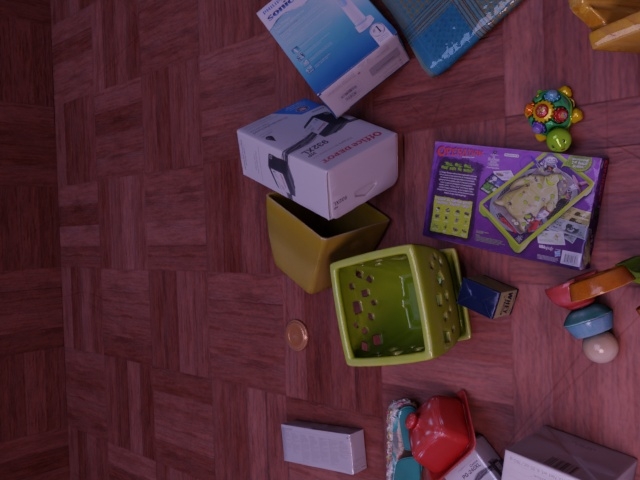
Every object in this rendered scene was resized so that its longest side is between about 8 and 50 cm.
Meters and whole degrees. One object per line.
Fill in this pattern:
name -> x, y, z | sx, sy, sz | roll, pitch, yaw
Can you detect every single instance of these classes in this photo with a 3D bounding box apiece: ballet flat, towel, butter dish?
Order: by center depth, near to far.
towel -> 0.303, -0.549, 1.294 | 0.370, 0.040, 0.271 | -39, 68, 35
butter dish -> 0.230, 0.393, 1.316 | 0.159, 0.118, 0.160 | -55, 16, 29
ballet flat -> 0.186, 0.473, 1.437 | 0.077, 0.091, 0.240 | -175, 88, -73

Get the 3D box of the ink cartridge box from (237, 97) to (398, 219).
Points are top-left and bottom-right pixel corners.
ink cartridge box -> -0.007, -0.196, 1.454 | 0.307, 0.223, 0.129 | 30, 139, 38

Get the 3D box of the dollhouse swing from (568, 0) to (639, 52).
dollhouse swing -> 0.558, -0.492, 0.902 | 0.305, 0.315, 0.346 | -23, 75, 62

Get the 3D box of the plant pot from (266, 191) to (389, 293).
plant pot -> 0.000, 0.000, 1.500 | 0.212, 0.212, 0.187 | 38, 128, 35

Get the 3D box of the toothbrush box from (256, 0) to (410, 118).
toothbrush box -> 0.026, -0.465, 1.442 | 0.216, 0.126, 0.295 | -38, 65, 8

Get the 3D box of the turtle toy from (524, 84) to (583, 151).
turtle toy -> 0.427, -0.223, 1.171 | 0.095, 0.066, 0.130 | -32, 71, 39

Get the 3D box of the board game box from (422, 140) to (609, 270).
board game box -> 0.368, -0.078, 1.250 | 0.347, 0.056, 0.208 | 15, 107, 41

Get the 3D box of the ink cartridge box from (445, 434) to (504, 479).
ink cartridge box -> 0.332, 0.496, 1.298 | 0.150, 0.063, 0.109 | 52, 124, 28

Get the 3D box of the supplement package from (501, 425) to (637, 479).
supplement package -> 0.428, 0.517, 1.133 | 0.178, 0.175, 0.292 | 12, 100, 41

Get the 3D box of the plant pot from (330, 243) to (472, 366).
plant pot -> 0.180, 0.130, 1.325 | 0.228, 0.207, 0.227 | -15, 82, 42

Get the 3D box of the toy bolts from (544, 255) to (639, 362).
toy bolts -> 0.490, 0.127, 1.057 | 0.228, 0.218, 0.158 | -36, 74, 58

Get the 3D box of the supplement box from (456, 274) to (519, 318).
supplement box -> 0.333, 0.111, 1.264 | 0.083, 0.083, 0.056 | 25, 109, 39

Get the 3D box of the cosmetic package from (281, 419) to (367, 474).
cosmetic package -> 0.006, 0.518, 1.606 | 0.239, 0.060, 0.098 | -6, 90, 43

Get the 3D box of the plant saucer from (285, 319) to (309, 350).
plant saucer -> -0.064, 0.253, 1.691 | 0.084, 0.013, 0.083 | 2, 93, 43
